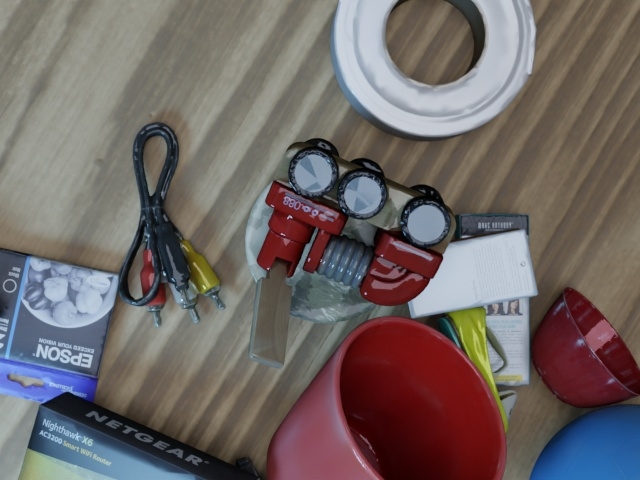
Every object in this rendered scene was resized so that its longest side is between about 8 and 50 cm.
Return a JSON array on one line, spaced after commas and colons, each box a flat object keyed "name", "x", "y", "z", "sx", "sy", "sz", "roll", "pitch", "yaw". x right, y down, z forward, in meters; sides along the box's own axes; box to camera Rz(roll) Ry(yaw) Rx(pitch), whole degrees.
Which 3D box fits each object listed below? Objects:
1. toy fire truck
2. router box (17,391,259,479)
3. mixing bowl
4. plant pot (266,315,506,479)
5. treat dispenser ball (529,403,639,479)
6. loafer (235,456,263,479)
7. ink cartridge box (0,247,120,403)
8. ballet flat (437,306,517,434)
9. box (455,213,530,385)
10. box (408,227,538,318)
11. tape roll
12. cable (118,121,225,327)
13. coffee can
[{"name": "toy fire truck", "x": 0.018, "y": 0.030, "z": 1.440, "sx": 0.217, "sy": 0.158, "sz": 0.246, "roll": 24, "pitch": 101, "yaw": -3}, {"name": "router box", "x": -0.263, "y": 0.378, "z": 1.666, "sx": 0.308, "sy": 0.081, "sz": 0.243, "roll": 21, "pitch": 103, "yaw": 14}, {"name": "mixing bowl", "x": 0.362, "y": 0.167, "z": 1.728, "sx": 0.098, "sy": 0.181, "sz": 0.181, "roll": -40, "pitch": 93, "yaw": 21}, {"name": "plant pot", "x": 0.069, "y": 0.273, "z": 1.636, "sx": 0.275, "sy": 0.243, "sz": 0.275, "roll": 19, "pitch": 51, "yaw": -25}, {"name": "treat dispenser ball", "x": 0.421, "y": 0.366, "z": 1.661, "sx": 0.288, "sy": 0.288, "sz": 0.288, "roll": 0, "pitch": 91, "yaw": -3}, {"name": "loafer", "x": -0.067, "y": 0.378, "z": 1.755, "sx": 0.061, "sy": 0.062, "sz": 0.170, "roll": -28, "pitch": 102, "yaw": -11}, {"name": "ink cartridge box", "x": -0.403, "y": 0.126, "z": 1.739, "sx": 0.206, "sy": 0.045, "sz": 0.208, "roll": 12, "pitch": 92, "yaw": -3}, {"name": "ballet flat", "x": 0.229, "y": 0.199, "z": 1.699, "sx": 0.077, "sy": 0.077, "sz": 0.231, "roll": -16, "pitch": 90, "yaw": -18}, {"name": "box", "x": 0.245, "y": 0.084, "z": 1.761, "sx": 0.100, "sy": 0.060, "sz": 0.244, "roll": 0, "pitch": 91, "yaw": -2}, {"name": "box", "x": 0.197, "y": 0.042, "z": 1.663, "sx": 0.170, "sy": 0.130, "sz": 0.091, "roll": -10, "pitch": 91, "yaw": 4}, {"name": "tape roll", "x": 0.157, "y": -0.282, "z": 1.733, "sx": 0.286, "sy": 0.100, "sz": 0.286, "roll": 0, "pitch": 90, "yaw": -3}, {"name": "cable", "x": -0.235, "y": -0.017, "z": 1.748, "sx": 0.139, "sy": 0.072, "sz": 0.287, "roll": -15, "pitch": 81, "yaw": -5}, {"name": "coffee can", "x": 0.000, "y": 0.000, "z": 1.641, "sx": 0.201, "sy": 0.275, "sz": 0.202, "roll": 0, "pitch": 91, "yaw": -2}]
